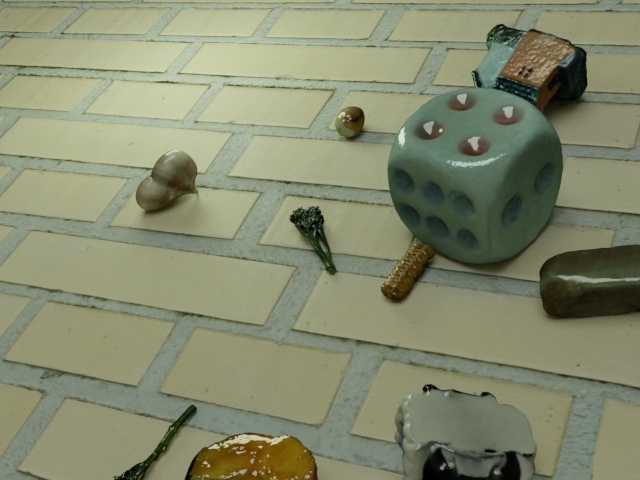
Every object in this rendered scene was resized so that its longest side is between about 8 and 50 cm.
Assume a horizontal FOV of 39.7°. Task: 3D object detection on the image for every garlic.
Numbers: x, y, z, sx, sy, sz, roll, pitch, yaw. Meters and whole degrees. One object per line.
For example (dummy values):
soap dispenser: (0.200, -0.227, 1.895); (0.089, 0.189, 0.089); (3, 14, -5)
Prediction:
garlic: (-0.373, -0.140, 2.144); (0.174, 0.124, 0.099); (-49, 62, 2)

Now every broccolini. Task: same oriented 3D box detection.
broccolini: (-0.005, -0.007, 1.916); (0.074, 0.058, 0.201); (-27, 40, -4)
broccolini: (-0.289, 0.378, 1.588); (0.042, 0.044, 0.218); (3, 36, 42)

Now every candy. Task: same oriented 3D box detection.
candy: (0.522, 0.075, 1.627); (0.234, 0.102, 0.104); (-3, 42, 12)

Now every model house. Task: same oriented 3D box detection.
model house: (0.454, -0.350, 2.106); (0.253, 0.184, 0.291); (30, 71, 33)

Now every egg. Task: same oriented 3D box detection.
egg: (0.076, -0.300, 2.216); (0.071, 0.071, 0.083); (19, 48, 33)

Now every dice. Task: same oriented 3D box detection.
dice: (0.314, -0.132, 1.801); (0.268, 0.265, 0.262); (25, 55, 37)

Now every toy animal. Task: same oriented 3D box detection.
toy animal: (0.212, 0.335, 1.376); (0.208, 0.156, 0.204); (9, 30, -9)

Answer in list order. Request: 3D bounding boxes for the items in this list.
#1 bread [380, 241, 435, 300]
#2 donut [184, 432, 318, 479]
bread: (0.177, 0.061, 1.793); (0.052, 0.044, 0.157); (22, 53, 28)
donut: (-0.116, 0.420, 1.419); (0.253, 0.118, 0.253); (-9, 43, 9)
